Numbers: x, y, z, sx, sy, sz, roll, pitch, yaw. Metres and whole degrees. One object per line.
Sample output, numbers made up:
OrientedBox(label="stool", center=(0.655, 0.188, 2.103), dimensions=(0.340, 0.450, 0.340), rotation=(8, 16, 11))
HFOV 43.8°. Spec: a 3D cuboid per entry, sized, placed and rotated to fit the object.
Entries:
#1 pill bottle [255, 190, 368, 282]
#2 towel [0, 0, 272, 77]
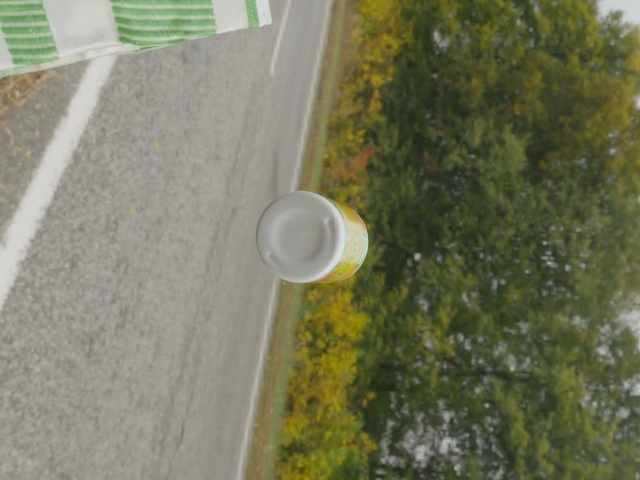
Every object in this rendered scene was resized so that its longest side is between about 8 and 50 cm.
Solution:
OrientedBox(label="pill bottle", center=(0.000, 0.000, 1.275), dimensions=(0.246, 0.136, 0.136), rotation=(10, 84, -74))
OrientedBox(label="towel", center=(-0.212, -0.246, 0.582), dimensions=(0.038, 0.325, 0.248), rotation=(-125, -156, -63))
